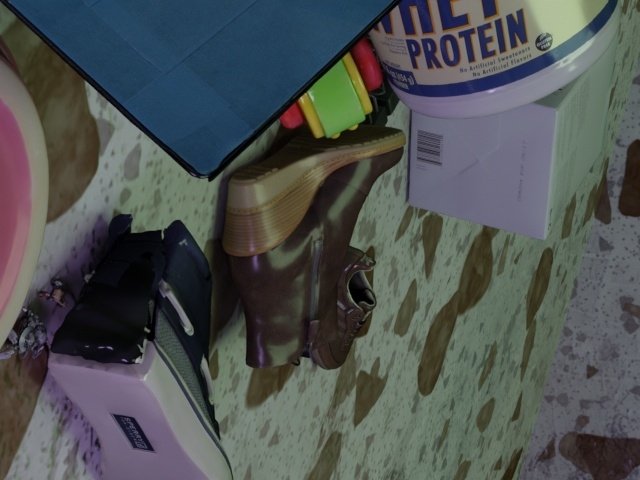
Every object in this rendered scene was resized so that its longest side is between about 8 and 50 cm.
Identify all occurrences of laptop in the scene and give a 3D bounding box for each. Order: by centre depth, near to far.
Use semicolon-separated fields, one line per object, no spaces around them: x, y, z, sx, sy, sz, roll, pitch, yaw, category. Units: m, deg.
-0.085;-0.322;0.850;0.382;0.236;0.408;-49;148;-48;laptop

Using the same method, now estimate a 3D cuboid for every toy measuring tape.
-0.013;-0.185;1.282;0.121;0.121;0.330;-66;157;-21;toy measuring tape

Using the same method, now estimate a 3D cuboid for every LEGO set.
-0.219;0.066;1.082;0.083;0.023;0.054;-63;156;-26;LEGO set

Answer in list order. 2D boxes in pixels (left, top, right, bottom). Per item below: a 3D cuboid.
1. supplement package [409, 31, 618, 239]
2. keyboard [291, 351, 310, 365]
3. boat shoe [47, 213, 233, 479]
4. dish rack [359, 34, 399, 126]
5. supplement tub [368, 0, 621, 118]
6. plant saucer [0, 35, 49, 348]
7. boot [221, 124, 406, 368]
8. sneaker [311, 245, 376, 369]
0.261;-0.169;1.866;0.262;0.198;0.199;-49;147;-47;supplement package
-0.047;0.066;1.519;0.192;0.038;0.100;69;18;-55;keyboard
-0.129;0.121;1.212;0.340;0.127;0.158;81;22;-55;boat shoe
0.054;-0.255;1.474;0.271;0.074;0.208;76;34;-49;dish rack
0.122;-0.301;1.264;0.235;0.235;0.325;-55;130;-40;supplement tub
-0.268;-0.005;0.831;0.332;0.084;0.332;-50;149;-46;plant saucer
0.000;0.000;1.434;0.248;0.090;0.207;-25;119;-38;boot
0.030;0.088;1.650;0.066;0.071;0.188;-52;150;-44;sneaker
